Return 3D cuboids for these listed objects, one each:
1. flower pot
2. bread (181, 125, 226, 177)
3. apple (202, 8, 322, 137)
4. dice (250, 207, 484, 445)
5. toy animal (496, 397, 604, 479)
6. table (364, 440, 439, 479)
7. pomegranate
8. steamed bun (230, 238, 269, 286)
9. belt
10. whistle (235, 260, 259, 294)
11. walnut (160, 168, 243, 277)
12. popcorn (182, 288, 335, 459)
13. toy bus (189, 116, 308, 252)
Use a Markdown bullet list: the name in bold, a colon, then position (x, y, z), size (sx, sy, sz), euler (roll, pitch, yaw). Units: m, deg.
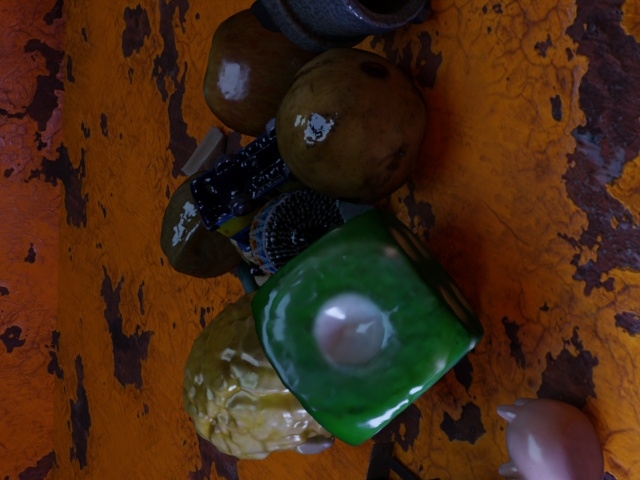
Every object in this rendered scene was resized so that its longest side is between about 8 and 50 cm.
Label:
- **flower pot**: position (0.038, -0.486, 1.679), size (0.283, 0.299, 0.299), euler (2, 96, 53)
- **bread**: position (-0.273, -0.204, 2.420), size (0.152, 0.105, 0.077), euler (-52, 42, 4)
- **apple**: position (-0.131, -0.349, 1.962), size (0.309, 0.250, 0.277), euler (6, 99, 61)
- **dice**: position (0.078, 0.136, 1.554), size (0.287, 0.300, 0.297), euler (-41, 79, 11)
- **toy animal**: position (0.337, 0.359, 1.394), size (0.154, 0.166, 0.250), euler (8, 98, 41)
- **table**: position (0.148, 0.497, 1.797), size (0.146, 0.062, 0.175), euler (30, 116, 53)
- **pomegranate**: position (0.055, -0.204, 1.664), size (0.281, 0.281, 0.281), euler (11, 103, 57)
- **steamed bun**: position (-0.101, 0.031, 2.067), size (0.141, 0.172, 0.155), euler (42, 146, 55)
- **belt**: position (0.000, 0.000, 1.794), size (0.150, 0.257, 0.207), euler (-176, 98, -70)
- **whistle**: position (-0.173, 0.104, 2.284), size (0.039, 0.039, 0.186), euler (-56, 48, 45)
- **walnut**: position (-0.259, -0.031, 2.209), size (0.227, 0.283, 0.283), euler (44, 136, 9)
- **popcorn**: position (-0.090, 0.253, 1.880), size (0.354, 0.390, 0.344), euler (78, -173, -61)
- **toy bus**: position (-0.100, -0.118, 1.900), size (0.287, 0.175, 0.138), euler (-32, 59, 14)
